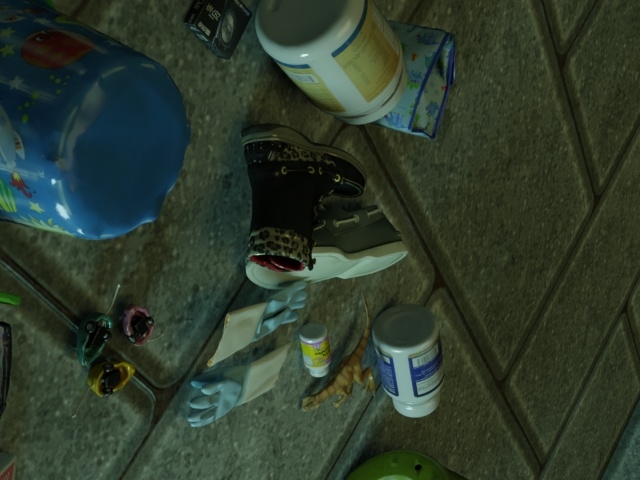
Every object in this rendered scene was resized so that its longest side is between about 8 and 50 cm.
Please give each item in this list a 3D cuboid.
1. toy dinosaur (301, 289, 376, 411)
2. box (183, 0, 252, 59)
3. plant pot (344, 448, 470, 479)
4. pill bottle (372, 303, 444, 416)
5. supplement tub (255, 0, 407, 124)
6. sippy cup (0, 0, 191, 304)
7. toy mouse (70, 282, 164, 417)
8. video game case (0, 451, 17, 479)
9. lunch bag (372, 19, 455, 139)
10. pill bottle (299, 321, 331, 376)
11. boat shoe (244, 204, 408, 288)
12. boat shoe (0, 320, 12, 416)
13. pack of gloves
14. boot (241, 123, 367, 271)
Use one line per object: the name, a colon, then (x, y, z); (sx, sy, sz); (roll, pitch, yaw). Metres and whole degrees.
toy dinosaur: (0.051, 0.201, 1.786); (0.212, 0.064, 0.112); (-56, 144, -22)
box: (-0.120, -0.263, 1.320); (0.067, 0.018, 0.083); (-64, 148, -10)
plant pot: (0.192, 0.553, 1.961); (0.366, 0.366, 0.353); (-56, 134, -21)
pill bottle: (0.154, 0.209, 1.898); (0.112, 0.112, 0.187); (-46, 141, -34)
supplement tub: (0.020, -0.247, 1.421); (0.144, 0.144, 0.199); (-63, 148, -11)
sippy cup: (-0.250, -0.107, 1.018); (0.240, 0.224, 0.306); (-30, 131, -45)
toy mouse: (-0.247, 0.110, 1.319); (0.161, 0.031, 0.143); (-30, 130, -46)
video game case: (-0.381, 0.393, 1.179); (0.204, 0.025, 0.285); (-63, 162, -77)
lunch bag: (0.116, -0.233, 1.587); (0.096, 0.128, 0.151); (6, 99, -58)
pill bottle: (-0.006, 0.168, 1.698); (0.043, 0.043, 0.083); (-42, 139, -37)
boat shoe: (0.000, 0.000, 1.602); (0.319, 0.116, 0.099); (-4, 67, -48)
boat shoe: (-0.389, 0.197, 1.033); (0.127, 0.158, 0.341); (-2, 108, -56)
pack of gloves: (-0.107, 0.146, 1.531); (0.232, 0.046, 0.195); (-21, 136, -60)
boot: (-0.021, -0.040, 1.471); (0.236, 0.085, 0.179); (21, 63, -51)
